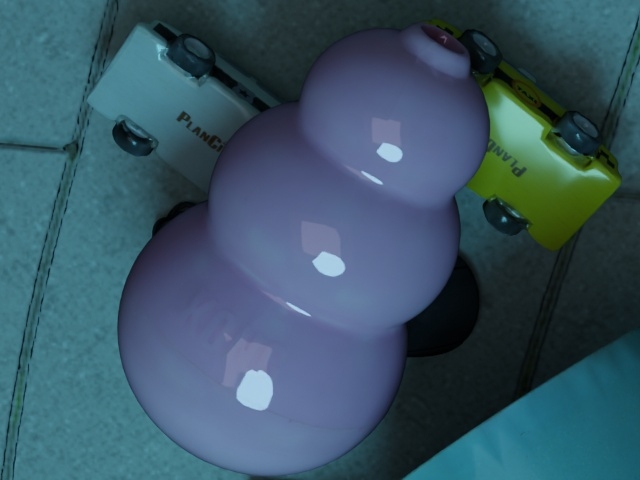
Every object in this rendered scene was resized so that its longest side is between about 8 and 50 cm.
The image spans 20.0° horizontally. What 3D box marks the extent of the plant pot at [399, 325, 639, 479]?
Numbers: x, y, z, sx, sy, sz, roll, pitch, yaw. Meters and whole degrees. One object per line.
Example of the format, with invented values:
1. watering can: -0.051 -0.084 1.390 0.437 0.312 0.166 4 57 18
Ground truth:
1. plant pot: 0.193 0.226 1.252 0.293 0.293 0.235 -37 78 16

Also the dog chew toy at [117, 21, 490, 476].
1. dog chew toy: 0.000 0.000 1.239 0.207 0.206 0.331 32 113 1

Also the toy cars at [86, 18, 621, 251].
1. toy cars: 0.027 -0.088 1.345 0.394 0.087 0.176 1 116 14

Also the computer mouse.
1. computer mouse: -0.015 0.080 1.403 0.262 0.060 0.184 9 104 8
